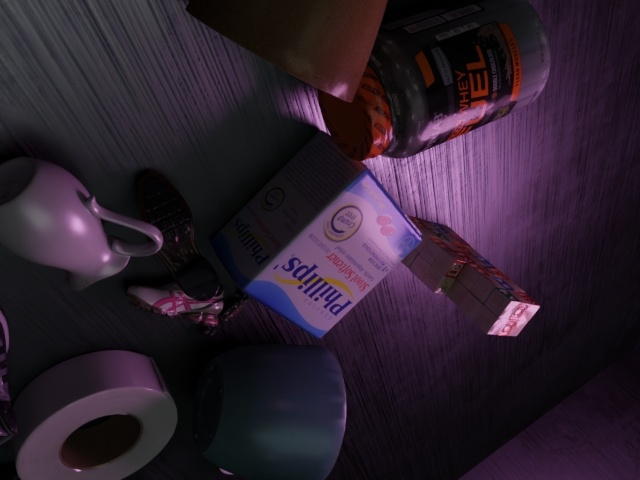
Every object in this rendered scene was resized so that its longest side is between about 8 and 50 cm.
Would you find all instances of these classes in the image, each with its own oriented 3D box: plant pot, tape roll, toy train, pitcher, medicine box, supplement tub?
[{"bbox_3d":[-0.124,0.346,1.168,0.235,0.293,0.293,14,116,-26],"label":"plant pot"},{"bbox_3d":[-0.417,0.339,1.064,0.286,0.100,0.286,-20,134,-22],"label":"tape roll"},{"bbox_3d":[-0.174,0.134,1.127,0.158,0.027,0.036,-43,142,3],"label":"toy train"},{"bbox_3d":[-0.335,-0.025,0.782,0.178,0.125,0.207,-17,143,8],"label":"pitcher"},{"bbox_3d":[0.000,0.000,1.053,0.289,0.149,0.263,-45,139,3],"label":"medicine box"},{"bbox_3d":[-0.004,-0.340,0.697,0.237,0.237,0.254,12,114,-43],"label":"plant pot"},{"bbox_3d":[0.179,-0.261,0.921,0.338,0.207,0.207,-25,136,-18],"label":"supplement tub"}]

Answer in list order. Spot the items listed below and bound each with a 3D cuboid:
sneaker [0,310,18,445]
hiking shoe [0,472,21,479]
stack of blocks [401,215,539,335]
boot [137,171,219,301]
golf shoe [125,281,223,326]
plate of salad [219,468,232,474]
[{"bbox_3d":[-0.507,0.214,0.848,0.101,0.153,0.268,-11,130,-31],"label":"sneaker"},{"bbox_3d":[-0.613,0.569,1.100,0.132,0.113,0.304,-1,125,-36],"label":"hiking shoe"},{"bbox_3d":[0.301,0.073,1.231,0.171,0.297,0.087,11,118,-43],"label":"stack of blocks"},{"bbox_3d":[-0.246,-0.003,0.923,0.082,0.106,0.219,-29,106,-27],"label":"boot"},{"bbox_3d":[-0.257,0.098,1.017,0.186,0.067,0.085,20,82,-43],"label":"golf shoe"},{"bbox_3d":[-0.173,0.499,1.425,0.200,0.048,0.199,-29,137,-30],"label":"plate of salad"}]
